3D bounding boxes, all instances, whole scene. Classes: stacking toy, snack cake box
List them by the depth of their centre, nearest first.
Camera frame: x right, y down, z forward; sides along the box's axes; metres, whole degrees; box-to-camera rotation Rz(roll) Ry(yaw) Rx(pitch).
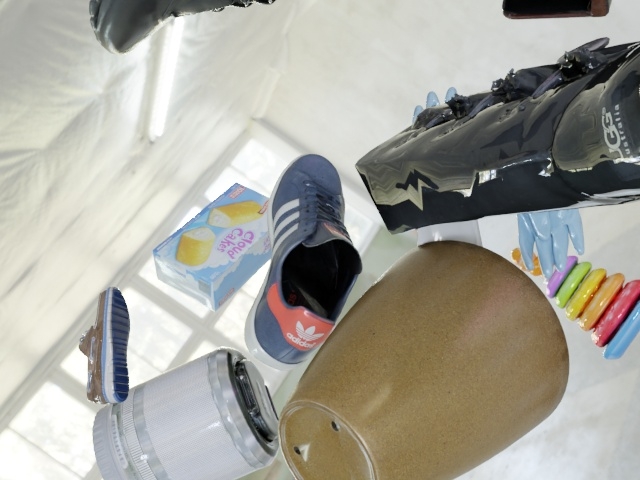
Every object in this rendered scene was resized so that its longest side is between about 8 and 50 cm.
[{"bbox_3d":[-0.190,0.007,1.437,0.264,0.152,0.089,-46,-30,-39],"label":"snack cake box"},{"bbox_3d":[0.532,0.097,1.486,0.165,0.302,0.175,-61,-25,14],"label":"stacking toy"}]

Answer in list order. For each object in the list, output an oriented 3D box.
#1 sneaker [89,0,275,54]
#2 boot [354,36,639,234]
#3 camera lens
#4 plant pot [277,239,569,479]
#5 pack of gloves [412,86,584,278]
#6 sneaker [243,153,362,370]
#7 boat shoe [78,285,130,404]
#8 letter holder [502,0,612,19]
[{"bbox_3d":[-0.092,-0.245,0.623,0.286,0.130,0.109,-34,19,31],"label":"sneaker"},{"bbox_3d":[0.269,-0.107,0.585,0.367,0.146,0.445,-15,0,-17],"label":"boot"},{"bbox_3d":[-0.223,0.327,1.238,0.274,0.219,0.219,-25,3,4],"label":"camera lens"},{"bbox_3d":[0.086,0.151,0.713,0.254,0.237,0.237,-27,-20,-45],"label":"plant pot"},{"bbox_3d":[0.204,-0.067,0.832,0.046,0.195,0.232,119,150,-86],"label":"pack of gloves"},{"bbox_3d":[0.000,0.000,0.965,0.148,0.131,0.350,-41,33,47],"label":"sneaker"},{"bbox_3d":[-0.339,0.161,1.103,0.066,0.066,0.183,53,-151,-65],"label":"boat shoe"},{"bbox_3d":[0.255,-0.414,0.852,0.301,0.215,0.152,-63,-36,-31],"label":"letter holder"}]
